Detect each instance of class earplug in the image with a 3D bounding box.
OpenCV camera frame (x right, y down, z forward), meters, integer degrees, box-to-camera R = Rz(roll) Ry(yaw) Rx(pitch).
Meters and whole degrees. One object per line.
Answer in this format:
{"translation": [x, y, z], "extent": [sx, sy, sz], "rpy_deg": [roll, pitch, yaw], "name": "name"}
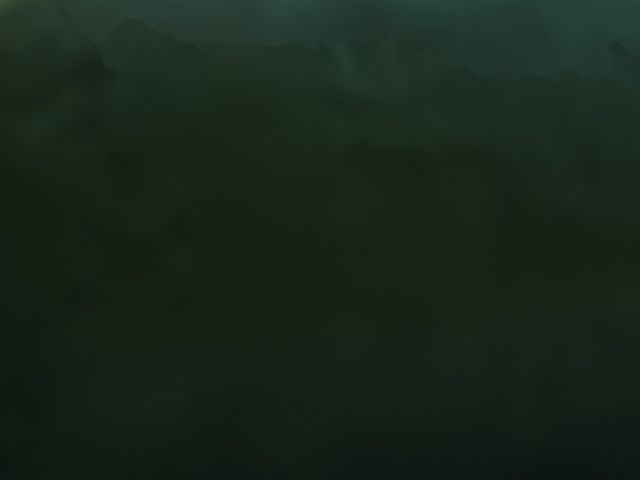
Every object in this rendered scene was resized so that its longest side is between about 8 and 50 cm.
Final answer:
{"translation": [0.000, 0.000, 0.549], "extent": [0.394, 0.312, 0.312], "rpy_deg": [-3, 29, -36], "name": "earplug"}
